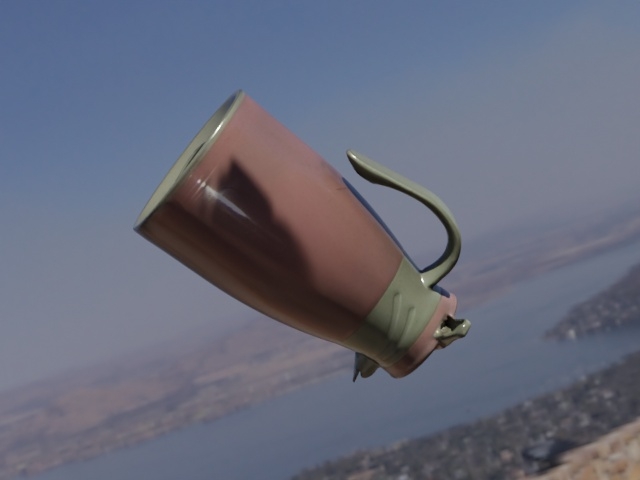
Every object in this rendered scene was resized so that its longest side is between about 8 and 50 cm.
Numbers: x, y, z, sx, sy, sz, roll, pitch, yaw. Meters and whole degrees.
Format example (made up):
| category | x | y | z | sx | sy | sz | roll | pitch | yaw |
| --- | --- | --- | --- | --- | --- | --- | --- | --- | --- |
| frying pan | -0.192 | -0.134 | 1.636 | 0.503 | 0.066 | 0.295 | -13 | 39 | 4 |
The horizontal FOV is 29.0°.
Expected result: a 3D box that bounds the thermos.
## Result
| category | x | y | z | sx | sy | sz | roll | pitch | yaw |
| --- | --- | --- | --- | --- | --- | --- | --- | --- | --- |
| thermos | 0.000 | 0.000 | 1.031 | 0.176 | 0.265 | 0.146 | -50 | 12 | 21 |
